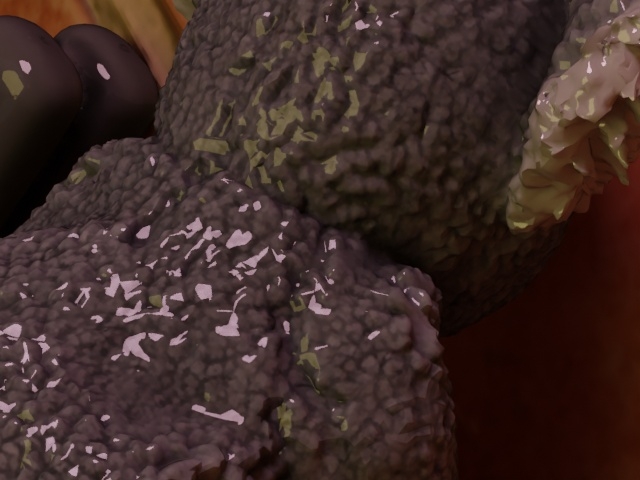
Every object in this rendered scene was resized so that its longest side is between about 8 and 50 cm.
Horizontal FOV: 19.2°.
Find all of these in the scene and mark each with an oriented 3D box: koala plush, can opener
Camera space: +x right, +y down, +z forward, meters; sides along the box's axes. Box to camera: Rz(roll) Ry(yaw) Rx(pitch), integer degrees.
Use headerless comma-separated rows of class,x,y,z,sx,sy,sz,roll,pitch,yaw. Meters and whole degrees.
koala plush,0.000,0.000,0.465,0.196,0.203,0.221,33,96,41
can opener,-0.169,0.021,0.683,0.095,0.076,0.283,50,118,25
